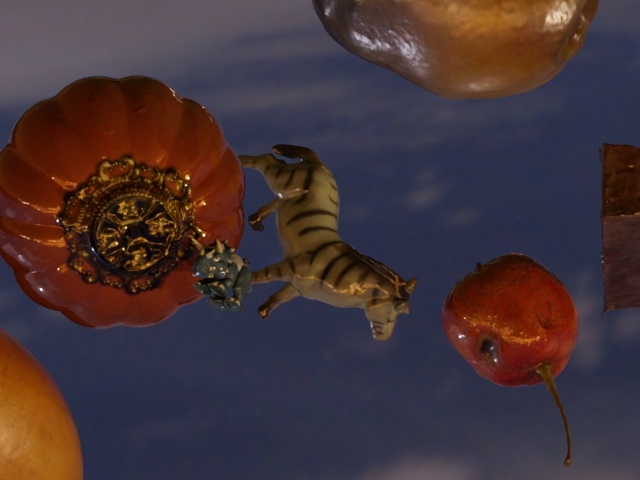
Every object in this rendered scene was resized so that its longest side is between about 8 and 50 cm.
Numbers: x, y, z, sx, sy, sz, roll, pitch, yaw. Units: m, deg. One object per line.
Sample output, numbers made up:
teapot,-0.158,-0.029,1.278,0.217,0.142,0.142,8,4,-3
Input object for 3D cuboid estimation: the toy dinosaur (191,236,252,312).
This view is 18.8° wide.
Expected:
toy dinosaur,-0.077,0.027,1.570,0.031,0.083,0.047,3,-119,32

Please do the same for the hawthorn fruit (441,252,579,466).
hawthorn fruit,0.268,0.145,2.394,0.165,0.165,0.285,-17,-124,-25

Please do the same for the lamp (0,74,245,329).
lamp,-0.172,-0.032,1.650,0.223,0.223,0.196,-11,-162,-10

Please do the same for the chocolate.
chocolate,0.387,-0.009,2.305,0.112,0.111,0.321,1,158,9

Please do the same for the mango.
mango,-0.360,0.174,1.860,0.199,0.350,0.201,-43,-145,20

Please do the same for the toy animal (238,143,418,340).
toy animal,-0.003,0.000,1.875,0.176,0.216,0.073,-18,161,26

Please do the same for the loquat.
loquat,0.101,-0.199,1.487,0.227,0.179,0.179,20,-150,20
